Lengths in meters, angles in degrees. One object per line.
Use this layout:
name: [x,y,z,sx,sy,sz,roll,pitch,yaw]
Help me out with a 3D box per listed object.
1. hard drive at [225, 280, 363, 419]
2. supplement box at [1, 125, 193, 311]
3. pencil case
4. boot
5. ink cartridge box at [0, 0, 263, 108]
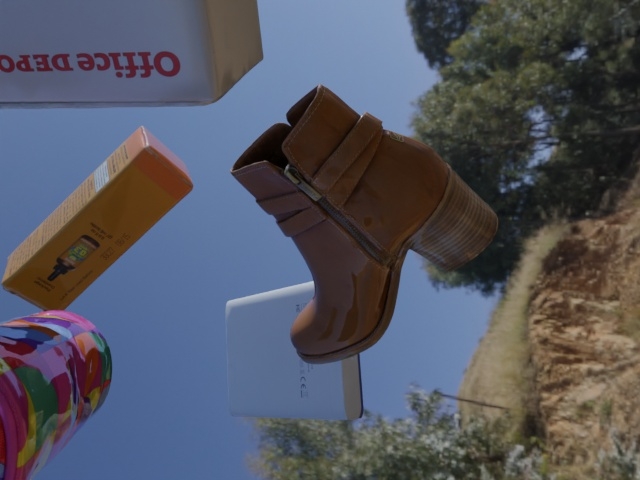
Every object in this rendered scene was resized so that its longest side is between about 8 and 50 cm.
hard drive: [-0.056,0.186,1.042,0.040,0.319,0.210,6,-105,-39]
supplement box: [-0.260,-0.021,0.730,0.233,0.080,0.078,-43,-54,4]
pencil case: [-0.193,0.099,0.375,0.236,0.104,0.104,177,94,-83]
boot: [0.000,0.000,0.611,0.220,0.283,0.109,32,-139,-23]
ink cartridge box: [-0.162,-0.241,0.424,0.117,0.201,0.278,-65,-26,-58]
